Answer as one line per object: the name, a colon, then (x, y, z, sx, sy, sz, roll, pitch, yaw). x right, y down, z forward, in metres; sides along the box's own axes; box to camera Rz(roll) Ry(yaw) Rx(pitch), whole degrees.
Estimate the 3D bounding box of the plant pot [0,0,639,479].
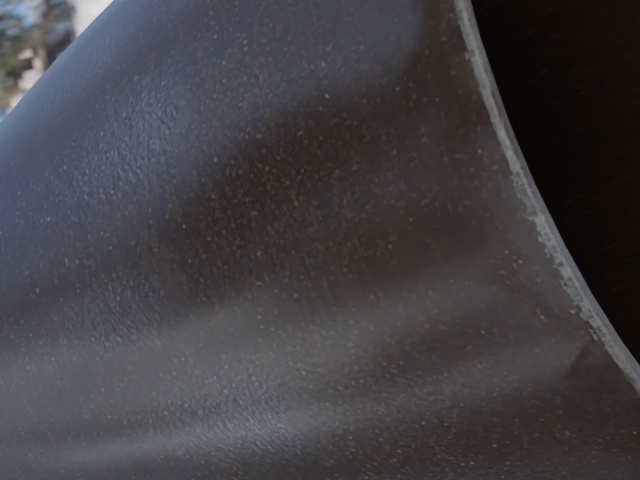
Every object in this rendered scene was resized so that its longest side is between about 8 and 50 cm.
plant pot: (0.000, 0.000, 0.551, 0.215, 0.230, 0.215, 36, -137, -41)
